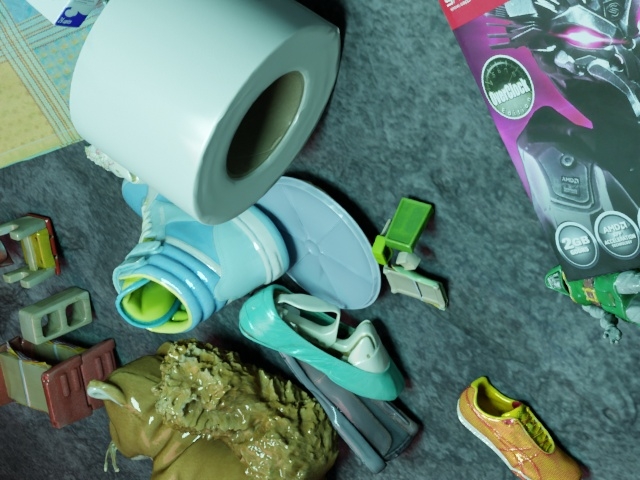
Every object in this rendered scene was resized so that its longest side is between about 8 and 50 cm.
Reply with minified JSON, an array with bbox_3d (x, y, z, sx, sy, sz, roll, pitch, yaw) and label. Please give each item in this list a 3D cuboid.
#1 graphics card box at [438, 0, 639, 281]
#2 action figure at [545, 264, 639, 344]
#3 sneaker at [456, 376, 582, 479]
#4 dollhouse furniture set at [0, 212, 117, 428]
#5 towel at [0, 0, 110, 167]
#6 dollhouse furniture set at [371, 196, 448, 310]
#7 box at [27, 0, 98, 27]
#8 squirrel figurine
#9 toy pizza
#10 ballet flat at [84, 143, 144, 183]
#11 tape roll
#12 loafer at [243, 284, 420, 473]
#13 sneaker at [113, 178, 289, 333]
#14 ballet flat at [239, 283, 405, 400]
[{"bbox_3d":[0.226,-0.162,0.921,0.233,0.094,0.371,-17,101,53],"label":"graphics card box"},{"bbox_3d":[0.287,0.049,1.121,0.137,0.063,0.232,68,164,-13],"label":"action figure"},{"bbox_3d":[0.242,0.236,1.411,0.175,0.064,0.067,36,135,10],"label":"sneaker"},{"bbox_3d":[-0.487,0.122,2.042,0.201,0.152,0.374,11,116,41],"label":"dollhouse furniture set"},{"bbox_3d":[-0.404,-0.226,1.472,0.370,0.040,0.271,-18,117,16],"label":"towel"},{"bbox_3d":[0.110,0.015,1.356,0.076,0.059,0.152,17,157,25],"label":"dollhouse furniture set"},{"bbox_3d":[-0.293,-0.333,1.322,0.126,0.072,0.137,42,104,6],"label":"box"},{"bbox_3d":[-0.171,0.286,1.789,0.370,0.281,0.397,44,134,21],"label":"squirrel figurine"},{"bbox_3d":[0.000,0.000,1.449,0.201,0.032,0.201,32,146,25],"label":"toy pizza"},{"bbox_3d":[-0.218,-0.113,1.489,0.241,0.091,0.077,-13,83,44],"label":"ballet flat"},{"bbox_3d":[-0.117,-0.161,1.220,0.169,0.246,0.246,34,145,16],"label":"tape roll"},{"bbox_3d":[0.017,0.172,1.586,0.302,0.095,0.109,53,176,-3],"label":"loafer"},{"bbox_3d":[-0.212,0.004,1.507,0.319,0.208,0.127,27,144,44],"label":"sneaker"},{"bbox_3d":[0.018,0.127,1.479,0.247,0.083,0.087,26,129,-16],"label":"ballet flat"}]
